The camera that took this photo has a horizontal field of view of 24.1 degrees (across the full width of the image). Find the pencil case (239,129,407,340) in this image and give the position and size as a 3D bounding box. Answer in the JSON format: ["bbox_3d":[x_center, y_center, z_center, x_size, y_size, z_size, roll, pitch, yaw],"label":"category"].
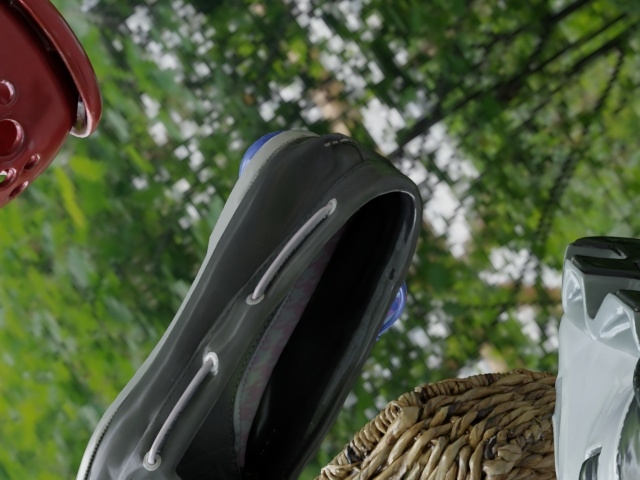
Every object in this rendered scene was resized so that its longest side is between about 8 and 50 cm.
[{"bbox_3d":[0.000,0.000,1.671,0.306,0.119,0.133,-116,12,-51],"label":"pencil case"}]

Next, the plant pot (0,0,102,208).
[{"bbox_3d":[-0.297,-0.129,1.299,0.191,0.174,0.191,45,160,22],"label":"plant pot"}]

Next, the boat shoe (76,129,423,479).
[{"bbox_3d":[-0.045,0.097,0.840,0.112,0.335,0.095,24,180,-42],"label":"boat shoe"}]

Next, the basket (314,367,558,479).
[{"bbox_3d":[0.144,0.206,1.280,0.299,0.214,0.223,10,-174,-44],"label":"basket"}]

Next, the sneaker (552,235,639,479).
[{"bbox_3d":[0.162,0.103,0.615,0.330,0.122,0.146,-82,0,-78],"label":"sneaker"}]
